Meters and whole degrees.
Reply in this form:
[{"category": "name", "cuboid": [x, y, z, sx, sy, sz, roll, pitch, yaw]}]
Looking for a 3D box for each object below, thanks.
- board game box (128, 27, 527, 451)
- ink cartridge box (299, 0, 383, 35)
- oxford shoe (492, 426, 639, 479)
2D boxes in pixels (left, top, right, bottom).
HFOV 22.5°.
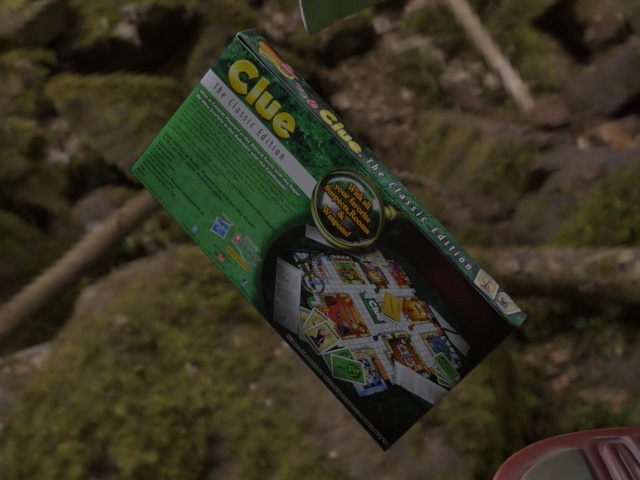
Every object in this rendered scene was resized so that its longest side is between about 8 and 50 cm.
[{"category": "board game box", "cuboid": [0.000, 0.000, 1.054, 0.136, 0.259, 0.030, -47, -9, 31]}, {"category": "ink cartridge box", "cuboid": [0.037, -0.195, 0.485, 0.056, 0.235, 0.171, -1, 18, 29]}, {"category": "oxford shoe", "cuboid": [0.194, 0.150, 0.667, 0.348, 0.123, 0.130, 5, -56, -26]}]
